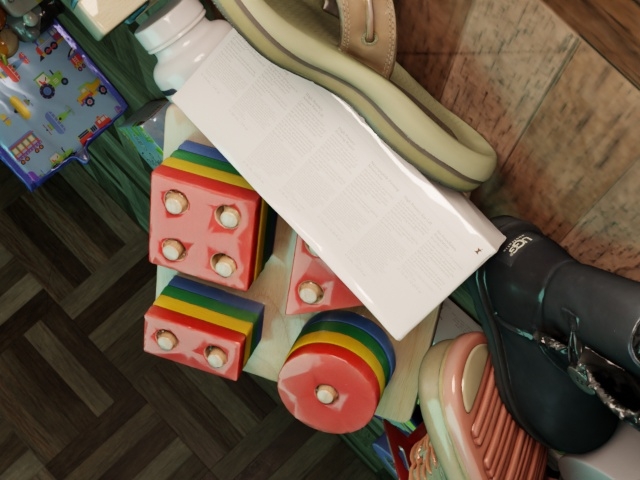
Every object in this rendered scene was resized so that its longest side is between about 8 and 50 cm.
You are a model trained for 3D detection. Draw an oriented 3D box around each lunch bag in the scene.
[{"bbox_3d":[-0.486,-0.246,1.840,0.293,0.221,0.138,49,169,-7],"label":"lunch bag"}]

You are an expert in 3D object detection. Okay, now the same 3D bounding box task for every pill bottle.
[{"bbox_3d":[-0.103,-0.155,1.068,0.169,0.094,0.094,53,167,-22],"label":"pill bottle"}]

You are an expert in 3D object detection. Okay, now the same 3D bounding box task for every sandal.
[{"bbox_3d":[0.020,-0.145,0.699,0.302,0.086,0.120,35,-156,-31],"label":"sandal"}]

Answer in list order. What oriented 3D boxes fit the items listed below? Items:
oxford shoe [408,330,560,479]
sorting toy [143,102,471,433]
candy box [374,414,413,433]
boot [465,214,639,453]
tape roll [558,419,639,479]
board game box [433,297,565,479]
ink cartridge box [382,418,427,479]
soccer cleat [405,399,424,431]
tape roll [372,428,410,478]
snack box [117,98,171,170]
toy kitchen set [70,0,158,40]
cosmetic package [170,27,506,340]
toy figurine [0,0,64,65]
[{"bbox_3d":[0.135,0.221,1.009,0.146,0.140,0.397,6,140,29],"label":"oxford shoe"},{"bbox_3d":[-0.029,0.039,0.920,0.255,0.089,0.257,17,126,11],"label":"sorting toy"},{"bbox_3d":[0.077,0.200,1.661,0.159,0.071,0.233,50,168,-8],"label":"candy box"},{"bbox_3d":[0.212,0.107,0.792,0.207,0.094,0.247,37,159,56],"label":"boot"},{"bbox_3d":[0.313,0.244,0.948,0.219,0.072,0.219,46,169,12],"label":"tape roll"},{"bbox_3d":[0.165,0.148,1.209,0.305,0.053,0.193,43,167,23],"label":"board game box"},{"bbox_3d":[0.187,0.283,1.297,0.231,0.078,0.134,38,-164,-22],"label":"ink cartridge box"},{"bbox_3d":[0.090,0.153,1.392,0.289,0.093,0.121,47,177,-22],"label":"soccer cleat"},{"bbox_3d":[0.184,0.398,1.917,0.189,0.080,0.189,44,169,11],"label":"tape roll"},{"bbox_3d":[-0.205,-0.123,1.612,0.174,0.070,0.207,51,167,-17],"label":"snack box"},{"bbox_3d":[-0.220,-0.278,1.013,0.166,0.122,0.207,50,168,-13],"label":"toy kitchen set"},{"bbox_3d":[0.014,-0.052,0.781,0.239,0.099,0.060,47,-158,4],"label":"cosmetic package"},{"bbox_3d":[-0.499,-0.381,1.620,0.209,0.148,0.213,48,168,-4],"label":"toy figurine"}]
